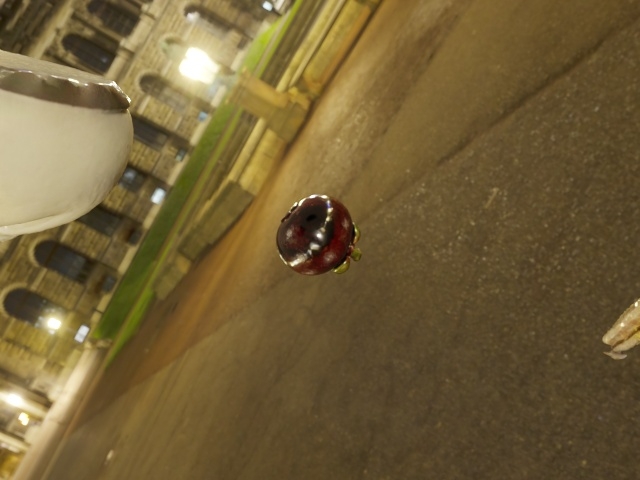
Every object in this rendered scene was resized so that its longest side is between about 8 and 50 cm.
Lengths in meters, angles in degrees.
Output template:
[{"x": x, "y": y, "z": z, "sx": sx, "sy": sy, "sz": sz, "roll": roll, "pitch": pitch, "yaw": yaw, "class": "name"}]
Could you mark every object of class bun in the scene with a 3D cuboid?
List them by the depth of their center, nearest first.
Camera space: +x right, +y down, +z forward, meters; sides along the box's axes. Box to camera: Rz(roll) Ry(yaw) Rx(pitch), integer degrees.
[{"x": -0.212, "y": -0.061, "z": 0.460, "sx": 0.173, "sy": 0.172, "sz": 0.120, "roll": -109, "pitch": 34, "yaw": -74, "class": "bun"}]

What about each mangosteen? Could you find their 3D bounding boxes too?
[{"x": -0.002, "y": -0.002, "z": 0.681, "sx": 0.081, "sy": 0.081, "sz": 0.081, "roll": -57, "pitch": 13, "yaw": 21, "class": "mangosteen"}]

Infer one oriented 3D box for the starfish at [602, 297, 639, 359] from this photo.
[{"x": 0.488, "y": 0.013, "z": 0.677, "sx": 0.132, "sy": 0.398, "sz": 0.384, "roll": -63, "pitch": -32, "yaw": -30, "class": "starfish"}]
